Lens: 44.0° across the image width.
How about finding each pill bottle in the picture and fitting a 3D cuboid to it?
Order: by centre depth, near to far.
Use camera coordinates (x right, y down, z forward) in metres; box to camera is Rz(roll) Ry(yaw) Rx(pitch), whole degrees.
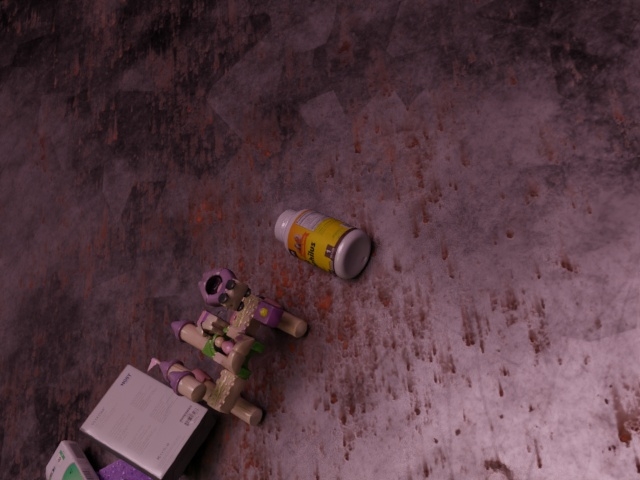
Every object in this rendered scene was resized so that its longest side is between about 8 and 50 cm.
[{"bbox_3d":[0.000,0.000,1.797,0.215,0.117,0.117,24,83,36],"label":"pill bottle"}]

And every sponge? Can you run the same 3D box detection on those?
[{"bbox_3d":[-0.471,0.582,1.879,0.210,0.031,0.117,-29,57,17],"label":"sponge"}]

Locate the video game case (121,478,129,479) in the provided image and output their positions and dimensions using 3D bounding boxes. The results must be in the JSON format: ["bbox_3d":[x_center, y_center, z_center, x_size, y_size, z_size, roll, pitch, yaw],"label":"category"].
[{"bbox_3d":[-0.469,0.694,1.696,0.269,0.061,0.244,-37,56,-5],"label":"video game case"}]

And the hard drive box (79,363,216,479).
[{"bbox_3d":[-0.382,0.412,1.765,0.232,0.089,0.181,25,64,20],"label":"hard drive box"}]

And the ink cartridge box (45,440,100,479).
[{"bbox_3d":[-0.623,0.628,1.909,0.181,0.056,0.225,40,100,40],"label":"ink cartridge box"}]

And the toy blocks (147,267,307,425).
[{"bbox_3d":[-0.245,0.207,1.735,0.260,0.309,0.289,23,82,37],"label":"toy blocks"}]
